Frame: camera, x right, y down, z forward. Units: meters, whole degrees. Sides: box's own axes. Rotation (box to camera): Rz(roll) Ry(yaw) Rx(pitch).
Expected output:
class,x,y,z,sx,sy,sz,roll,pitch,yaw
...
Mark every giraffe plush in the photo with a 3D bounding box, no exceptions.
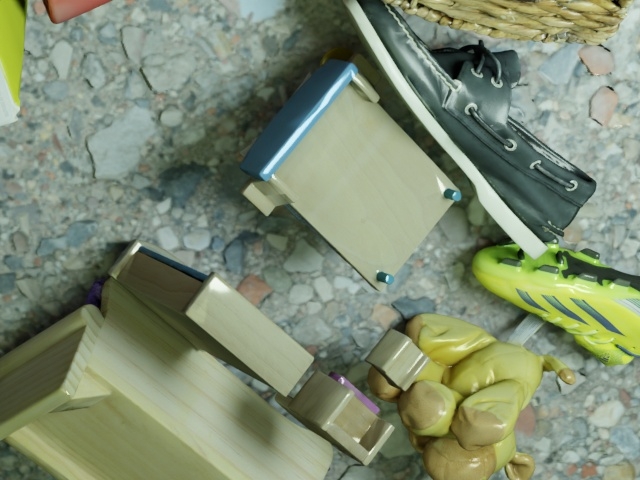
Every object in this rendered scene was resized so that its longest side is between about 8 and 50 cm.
class,x,y,z,sx,sy,sz,roll,pitch,yaw
giraffe plush,0.151,0.183,1.911,0.210,0.181,0.170,-22,136,-34

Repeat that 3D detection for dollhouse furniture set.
class,x,y,z,sx,sy,sz,roll,pitch,yaw
dollhouse furniture set,0.000,0.000,1.812,0.286,0.198,0.303,43,80,-28

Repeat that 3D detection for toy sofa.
class,x,y,z,sx,sy,sz,roll,pitch,yaw
toy sofa,-0.160,0.215,1.896,0.150,0.177,0.362,-31,120,35

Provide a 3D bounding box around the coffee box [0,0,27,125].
class,x,y,z,sx,sy,sz,roll,pitch,yaw
coffee box,-0.442,-0.265,1.490,0.334,0.338,0.338,-15,119,1

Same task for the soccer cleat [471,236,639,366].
class,x,y,z,sx,sy,sz,roll,pitch,yaw
soccer cleat,0.285,0.076,1.888,0.289,0.093,0.121,13,116,-13

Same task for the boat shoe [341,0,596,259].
class,x,y,z,sx,sy,sz,roll,pitch,yaw
boat shoe,0.151,-0.130,1.750,0.113,0.127,0.340,-37,114,8

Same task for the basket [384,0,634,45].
class,x,y,z,sx,sy,sz,roll,pitch,yaw
basket,0.154,-0.325,1.628,0.299,0.223,0.213,16,140,-4

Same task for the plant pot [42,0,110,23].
class,x,y,z,sx,sy,sz,roll,pitch,yaw
plant pot,-0.148,-0.342,1.545,0.243,0.275,0.275,-18,118,-9
